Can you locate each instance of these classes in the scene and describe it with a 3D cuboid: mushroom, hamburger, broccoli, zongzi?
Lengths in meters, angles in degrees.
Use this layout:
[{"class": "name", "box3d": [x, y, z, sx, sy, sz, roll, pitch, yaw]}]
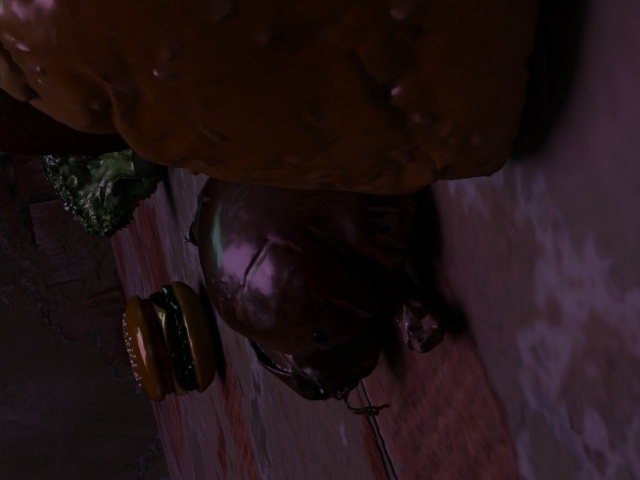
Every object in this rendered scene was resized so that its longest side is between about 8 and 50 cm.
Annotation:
[{"class": "mushroom", "box3d": [-0.001, 0.000, 0.530, 0.171, 0.080, 0.135, 39, 110, 29]}, {"class": "hamburger", "box3d": [-0.202, 0.135, 1.376, 0.162, 0.115, 0.162, 167, 90, -77]}, {"class": "broccoli", "box3d": [-0.298, -0.111, 1.463, 0.194, 0.194, 0.219, -167, 78, -74]}, {"class": "zongzi", "box3d": [-0.004, -0.014, 0.611, 0.187, 0.084, 0.184, 55, 137, 36]}, {"class": "hamburger", "box3d": [-0.031, -0.081, 0.359, 0.135, 0.208, 0.155, -123, 30, -62]}]

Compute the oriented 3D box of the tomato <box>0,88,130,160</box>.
[{"class": "tomato", "box3d": [-0.204, -0.209, 0.757, 0.303, 0.304, 0.239, -120, 38, -49]}]
